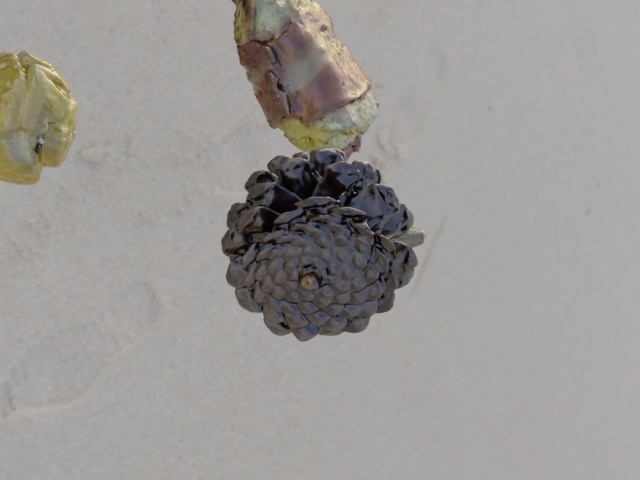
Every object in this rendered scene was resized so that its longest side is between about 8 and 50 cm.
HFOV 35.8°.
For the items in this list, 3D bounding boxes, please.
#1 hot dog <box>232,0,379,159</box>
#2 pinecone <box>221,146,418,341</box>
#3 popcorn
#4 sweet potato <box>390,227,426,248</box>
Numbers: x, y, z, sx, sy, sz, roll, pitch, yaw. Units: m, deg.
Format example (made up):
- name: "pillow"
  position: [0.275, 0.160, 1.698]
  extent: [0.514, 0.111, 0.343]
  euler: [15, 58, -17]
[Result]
- name: "hot dog"
  position: [-0.027, -0.171, 0.987]
  extent: [0.213, 0.103, 0.146]
  euler: [61, 29, 2]
- name: "pinecone"
  position: [0.000, -0.001, 0.695]
  extent: [0.140, 0.140, 0.120]
  euler: [52, 20, -36]
- name: "popcorn"
  position: [-0.372, -0.146, 1.219]
  extent: [0.148, 0.167, 0.152]
  euler: [32, 14, -31]
- name: "sweet potato"
  position: [0.024, 0.028, 1.316]
  extent: [0.077, 0.244, 0.077]
  euler: [36, 43, -43]
